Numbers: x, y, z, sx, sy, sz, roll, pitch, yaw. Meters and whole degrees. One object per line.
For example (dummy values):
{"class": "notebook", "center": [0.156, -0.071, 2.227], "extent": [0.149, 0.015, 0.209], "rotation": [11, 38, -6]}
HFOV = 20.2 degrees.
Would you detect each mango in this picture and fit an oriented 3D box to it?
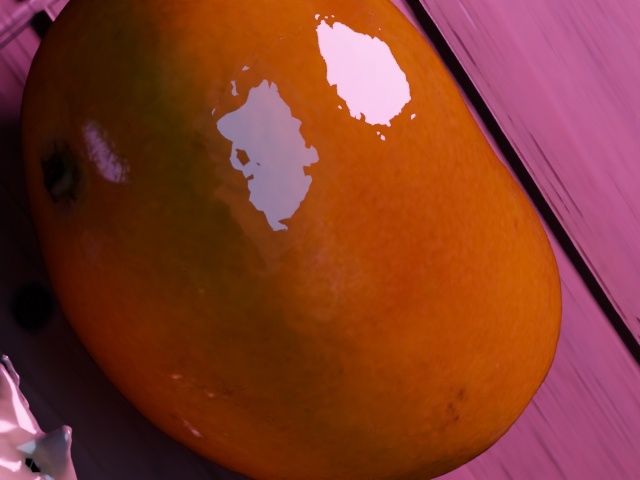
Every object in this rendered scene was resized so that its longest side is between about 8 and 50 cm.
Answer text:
{"class": "mango", "center": [-0.005, 0.003, 0.662], "extent": [0.254, 0.139, 0.175], "rotation": [48, 64, -31]}

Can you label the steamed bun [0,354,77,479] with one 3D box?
{"class": "steamed bun", "center": [-0.151, 0.179, 0.504], "extent": [0.232, 0.166, 0.273], "rotation": [42, 54, -10]}
